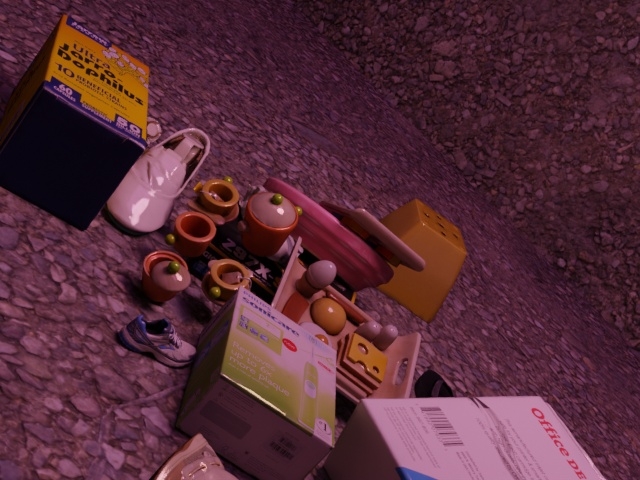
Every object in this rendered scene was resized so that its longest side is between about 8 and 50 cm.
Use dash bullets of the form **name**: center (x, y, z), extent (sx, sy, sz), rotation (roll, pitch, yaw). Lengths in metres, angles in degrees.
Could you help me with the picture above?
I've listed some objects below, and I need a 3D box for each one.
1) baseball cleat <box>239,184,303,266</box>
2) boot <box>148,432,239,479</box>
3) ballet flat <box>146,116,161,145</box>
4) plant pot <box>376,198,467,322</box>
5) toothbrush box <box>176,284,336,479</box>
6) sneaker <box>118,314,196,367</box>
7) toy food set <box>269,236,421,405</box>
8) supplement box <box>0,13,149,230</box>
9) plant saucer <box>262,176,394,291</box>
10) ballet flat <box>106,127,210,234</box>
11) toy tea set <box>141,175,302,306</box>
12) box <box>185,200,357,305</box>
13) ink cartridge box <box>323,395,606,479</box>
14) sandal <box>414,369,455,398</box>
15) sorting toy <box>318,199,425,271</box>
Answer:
- **baseball cleat**: center (-0.094, -0.019, 2.016), extent (0.109, 0.072, 0.206), rotation (40, 21, -40)
- **boot**: center (-0.146, 0.348, 1.342), extent (0.165, 0.077, 0.213), rotation (43, 17, 3)
- **ballet flat**: center (-0.355, -0.215, 2.093), extent (0.074, 0.074, 0.203), rotation (39, 3, -4)
- **plant pot**: center (0.230, 0.029, 2.506), extent (0.212, 0.187, 0.212), rotation (34, 21, -16)
- **toothbrush box**: center (-0.090, 0.226, 1.630), extent (0.206, 0.122, 0.283), rotation (36, 19, -12)
- **sneaker**: center (-0.240, 0.152, 1.610), extent (0.135, 0.058, 0.052), rotation (24, 25, -38)
- **toy food set**: center (0.047, 0.150, 1.864), extent (0.306, 0.092, 0.220), rotation (38, 34, -13)
- **supplement box**: center (-0.433, -0.216, 1.841), extent (0.194, 0.195, 0.356), rotation (31, 22, -24)
- **plant saucer**: center (0.000, 0.000, 2.179), extent (0.332, 0.084, 0.332), rotation (38, -6, 4)
- **ballet flat**: center (-0.300, -0.136, 2.003), extent (0.139, 0.139, 0.400), rotation (38, 20, -5)
- **toy tea set**: center (-0.169, -0.007, 1.797), extent (0.200, 0.124, 0.336), rotation (28, 42, 3)
- **box**: center (-0.088, 0.075, 2.013), extent (0.322, 0.079, 0.257), rotation (38, 22, -5)
- **ink cartridge box**: center (0.248, 0.403, 1.660), extent (0.394, 0.166, 0.285), rotation (5, 37, -33)
- **sandal**: center (0.242, 0.334, 2.081), extent (0.097, 0.054, 0.254), rotation (36, 21, -12)
- **sorting toy**: center (0.096, -0.005, 2.103), extent (0.193, 0.038, 0.208), rotation (40, -9, -20)
